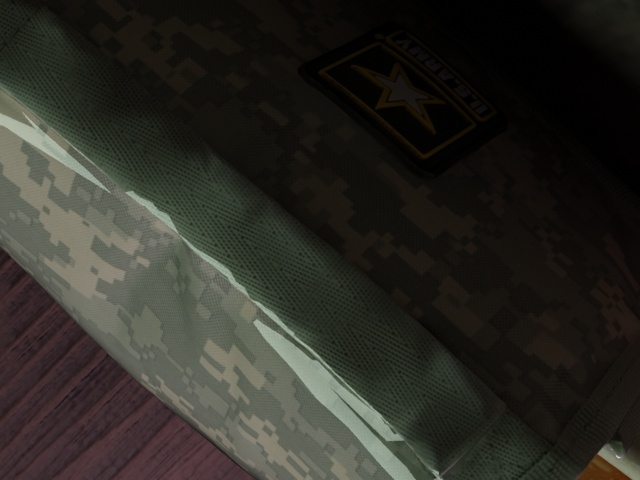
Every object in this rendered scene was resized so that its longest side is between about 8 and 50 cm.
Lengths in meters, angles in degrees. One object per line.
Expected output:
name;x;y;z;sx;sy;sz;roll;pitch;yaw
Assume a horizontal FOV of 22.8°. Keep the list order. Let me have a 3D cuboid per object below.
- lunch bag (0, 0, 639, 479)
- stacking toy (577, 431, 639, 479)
lunch bag;0.000;0.000;0.558;0.235;0.169;0.287;42;180;8
stacking toy;0.112;0.341;0.787;0.350;0.480;0.350;42;175;5
